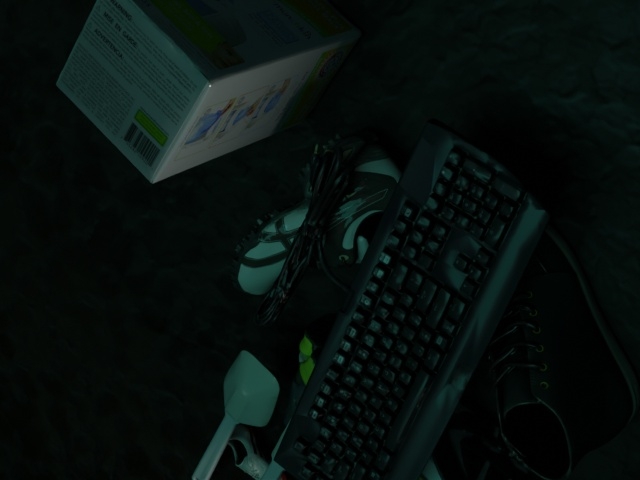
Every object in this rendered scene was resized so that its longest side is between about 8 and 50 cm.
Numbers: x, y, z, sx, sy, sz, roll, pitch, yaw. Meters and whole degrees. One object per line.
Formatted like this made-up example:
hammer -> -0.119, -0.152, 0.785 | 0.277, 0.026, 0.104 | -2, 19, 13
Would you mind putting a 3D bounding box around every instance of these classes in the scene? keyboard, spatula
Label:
keyboard -> 0.034, 0.052, 1.026 | 0.201, 0.033, 0.317 | 36, 115, 28
spatula -> -0.046, 0.210, 1.197 | 0.168, 0.019, 0.242 | 45, 146, 13

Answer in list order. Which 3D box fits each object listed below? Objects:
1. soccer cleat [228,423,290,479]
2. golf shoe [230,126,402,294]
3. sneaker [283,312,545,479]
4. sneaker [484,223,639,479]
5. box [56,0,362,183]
soccer cleat -> -0.061, 0.210, 1.254 | 0.029, 0.035, 0.083 | -36, 86, 38
golf shoe -> 0.000, 0.000, 1.105 | 0.094, 0.077, 0.198 | 49, 129, 8
sneaker -> 0.087, 0.195, 1.118 | 0.300, 0.111, 0.121 | 45, 136, 19
sneaker -> 0.150, 0.065, 1.000 | 0.083, 0.118, 0.222 | -39, 85, 38
box -> -0.080, -0.140, 1.022 | 0.114, 0.203, 0.103 | 46, 126, 13
